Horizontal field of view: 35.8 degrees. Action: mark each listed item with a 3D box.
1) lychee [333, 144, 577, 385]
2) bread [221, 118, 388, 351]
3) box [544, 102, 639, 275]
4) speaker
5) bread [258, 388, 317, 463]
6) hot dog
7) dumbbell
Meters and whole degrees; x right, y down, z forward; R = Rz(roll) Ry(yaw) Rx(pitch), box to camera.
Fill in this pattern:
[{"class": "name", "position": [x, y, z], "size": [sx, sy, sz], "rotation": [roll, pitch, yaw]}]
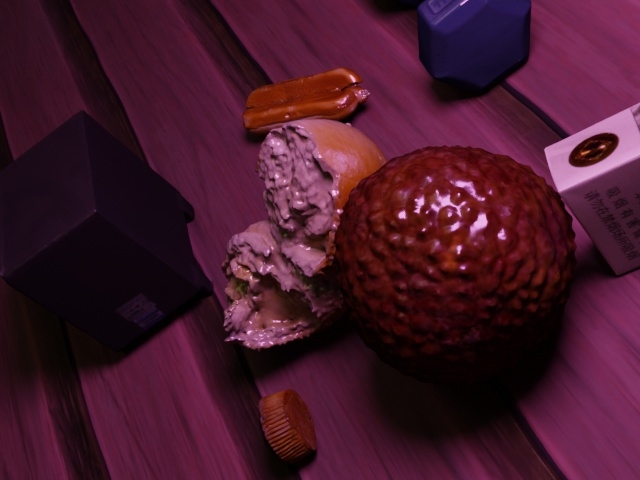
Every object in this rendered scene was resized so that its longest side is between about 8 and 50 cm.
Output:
[{"class": "lychee", "position": [0.142, 0.025, 1.024], "size": [0.261, 0.260, 0.260], "rotation": [-21, 48, 26]}, {"class": "bread", "position": [0.002, 0.002, 1.210], "size": [0.171, 0.192, 0.314], "rotation": [48, 127, 30]}, {"class": "box", "position": [0.376, -0.078, 0.981], "size": [0.257, 0.164, 0.069], "rotation": [-26, 44, 23]}, {"class": "speaker", "position": [-0.313, -0.006, 1.424], "size": [0.184, 0.254, 0.232], "rotation": [-34, 44, 14]}, {"class": "bread", "position": [-0.044, 0.219, 1.164], "size": [0.053, 0.085, 0.085], "rotation": [-26, 46, 14]}, {"class": "hot dog", "position": [-0.021, -0.202, 1.474], "size": [0.236, 0.062, 0.092], "rotation": [-2, 59, 41]}, {"class": "dumbbell", "position": [0.166, -0.346, 1.369], "size": [0.144, 0.160, 0.324], "rotation": [-14, 43, -10]}]
